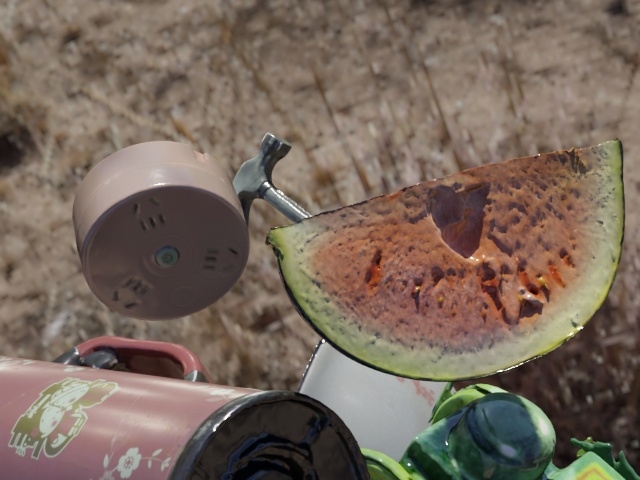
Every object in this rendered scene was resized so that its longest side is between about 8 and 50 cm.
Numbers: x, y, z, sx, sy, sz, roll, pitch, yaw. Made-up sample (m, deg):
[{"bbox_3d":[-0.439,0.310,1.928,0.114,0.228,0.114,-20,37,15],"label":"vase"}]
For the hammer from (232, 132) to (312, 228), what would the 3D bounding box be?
[{"bbox_3d":[0.000,0.000,1.469,0.246,0.029,0.103,40,99,37],"label":"hammer"}]

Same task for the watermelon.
[{"bbox_3d":[0.060,0.020,0.697,0.163,0.087,0.069,-14,-9,-12],"label":"watermelon"}]

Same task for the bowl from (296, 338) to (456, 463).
[{"bbox_3d":[0.055,0.232,1.373,0.157,0.345,0.345,16,48,12],"label":"bowl"}]

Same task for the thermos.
[{"bbox_3d":[-0.124,0.101,0.774,0.330,0.109,0.136,1,69,48],"label":"thermos"}]

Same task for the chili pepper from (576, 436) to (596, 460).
[{"bbox_3d":[0.295,0.252,1.783,0.027,0.022,0.083,27,40,7],"label":"chili pepper"}]

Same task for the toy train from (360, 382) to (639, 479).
[{"bbox_3d":[0.082,0.214,0.956,0.188,0.271,0.159,43,41,21],"label":"toy train"}]

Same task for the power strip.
[{"bbox_3d":[-0.142,-0.006,1.404,0.154,0.154,0.078,-23,40,0],"label":"power strip"}]
